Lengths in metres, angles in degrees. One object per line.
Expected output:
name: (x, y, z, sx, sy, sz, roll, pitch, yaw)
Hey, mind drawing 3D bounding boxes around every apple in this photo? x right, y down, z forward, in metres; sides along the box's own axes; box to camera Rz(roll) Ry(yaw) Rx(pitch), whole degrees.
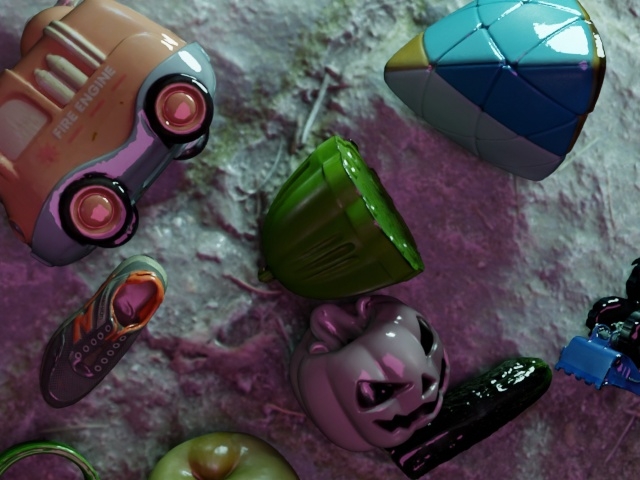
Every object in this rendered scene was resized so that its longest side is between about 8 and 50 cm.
apple: (-0.103, 0.309, 1.063, 0.200, 0.200, 0.200, -2, 96, -16)

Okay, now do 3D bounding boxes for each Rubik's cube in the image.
Rubik's cube: (0.193, -0.222, 1.117, 0.254, 0.254, 0.254, -2, 96, -16)

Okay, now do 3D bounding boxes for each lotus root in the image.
lotus root: (0.000, 0.000, 1.082, 0.186, 0.186, 0.186, -2, 96, -16)

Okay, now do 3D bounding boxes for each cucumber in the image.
cucumber: (0.183, 0.211, 1.191, 0.241, 0.074, 0.074, -27, 102, -13)

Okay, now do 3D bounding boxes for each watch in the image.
watch: (-0.316, 0.288, 1.033, 0.165, 0.131, 0.152, 11, 82, -16)

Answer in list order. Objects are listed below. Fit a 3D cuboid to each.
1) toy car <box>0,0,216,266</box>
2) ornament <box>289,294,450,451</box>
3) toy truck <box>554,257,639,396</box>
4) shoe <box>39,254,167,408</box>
toy car: (-0.240, -0.118, 0.988, 0.212, 0.180, 0.270, 38, 84, -6)
ornament: (0.051, 0.141, 1.093, 0.177, 0.177, 0.178, -2, 96, -16)
toy truck: (0.409, 0.125, 1.227, 0.208, 0.113, 0.126, -42, 106, -7)
shoe: (-0.235, 0.101, 1.055, 0.074, 0.077, 0.194, 39, 84, -17)
